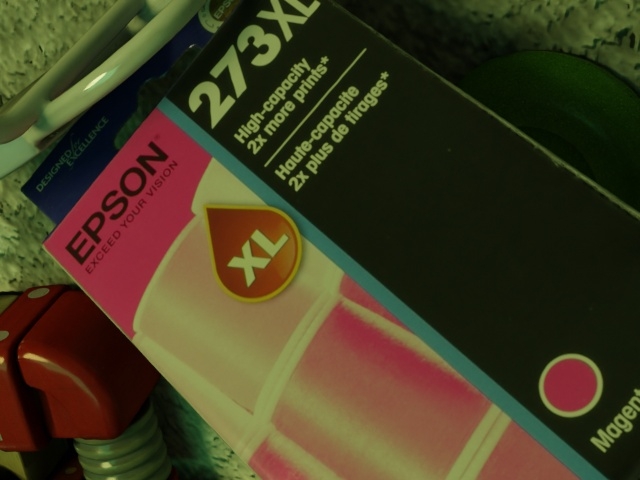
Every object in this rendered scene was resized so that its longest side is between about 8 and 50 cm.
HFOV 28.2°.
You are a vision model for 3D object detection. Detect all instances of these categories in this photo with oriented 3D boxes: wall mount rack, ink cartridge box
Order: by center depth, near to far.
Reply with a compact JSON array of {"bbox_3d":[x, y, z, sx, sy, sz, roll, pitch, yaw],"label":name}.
[{"bbox_3d":[0.000,0.000,0.563,0.176,0.069,0.371,-50,55,2],"label":"ink cartridge box"},{"bbox_3d":[-0.223,-0.061,0.626,0.350,0.304,0.130,-26,111,40],"label":"wall mount rack"}]

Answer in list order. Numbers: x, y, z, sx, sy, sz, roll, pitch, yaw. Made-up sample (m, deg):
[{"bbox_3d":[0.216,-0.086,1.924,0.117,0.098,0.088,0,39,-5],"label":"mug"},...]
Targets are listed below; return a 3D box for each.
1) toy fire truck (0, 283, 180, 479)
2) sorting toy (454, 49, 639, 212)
[{"bbox_3d":[-0.126,0.148,0.809,0.246,0.158,0.217,-4,114,18],"label":"toy fire truck"},{"bbox_3d":[0.069,-0.011,0.617,0.365,0.126,0.127,-2,115,30],"label":"sorting toy"}]
